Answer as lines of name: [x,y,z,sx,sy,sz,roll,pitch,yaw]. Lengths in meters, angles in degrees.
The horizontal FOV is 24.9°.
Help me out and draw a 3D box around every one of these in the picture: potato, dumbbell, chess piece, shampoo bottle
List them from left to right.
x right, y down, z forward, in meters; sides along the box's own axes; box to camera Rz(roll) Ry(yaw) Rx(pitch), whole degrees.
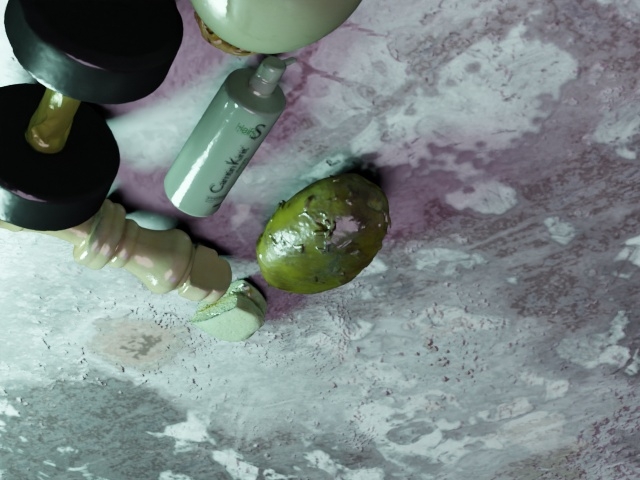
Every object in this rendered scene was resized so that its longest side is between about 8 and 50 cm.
dumbbell: [-0.309,-0.178,1.758,0.204,0.203,0.322,19,136,-15]
chess piece: [-0.301,-0.010,2.011,0.397,0.117,0.117,23,134,-21]
shampoo bottle: [-0.115,-0.140,1.867,0.085,0.085,0.262,22,134,-17]
potato: [0.000,0.000,1.984,0.149,0.113,0.251,29,132,-22]

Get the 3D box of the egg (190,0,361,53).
egg: [-0.043,-0.324,1.567,0.219,0.219,0.269,16,131,-11]

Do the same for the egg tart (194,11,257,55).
egg tart: [-0.087,-0.278,1.744,0.129,0.049,0.129,-2,136,-1]

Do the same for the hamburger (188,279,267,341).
hamburger: [-0.129,0.114,2.167,0.121,0.054,0.084,-26,133,33]
